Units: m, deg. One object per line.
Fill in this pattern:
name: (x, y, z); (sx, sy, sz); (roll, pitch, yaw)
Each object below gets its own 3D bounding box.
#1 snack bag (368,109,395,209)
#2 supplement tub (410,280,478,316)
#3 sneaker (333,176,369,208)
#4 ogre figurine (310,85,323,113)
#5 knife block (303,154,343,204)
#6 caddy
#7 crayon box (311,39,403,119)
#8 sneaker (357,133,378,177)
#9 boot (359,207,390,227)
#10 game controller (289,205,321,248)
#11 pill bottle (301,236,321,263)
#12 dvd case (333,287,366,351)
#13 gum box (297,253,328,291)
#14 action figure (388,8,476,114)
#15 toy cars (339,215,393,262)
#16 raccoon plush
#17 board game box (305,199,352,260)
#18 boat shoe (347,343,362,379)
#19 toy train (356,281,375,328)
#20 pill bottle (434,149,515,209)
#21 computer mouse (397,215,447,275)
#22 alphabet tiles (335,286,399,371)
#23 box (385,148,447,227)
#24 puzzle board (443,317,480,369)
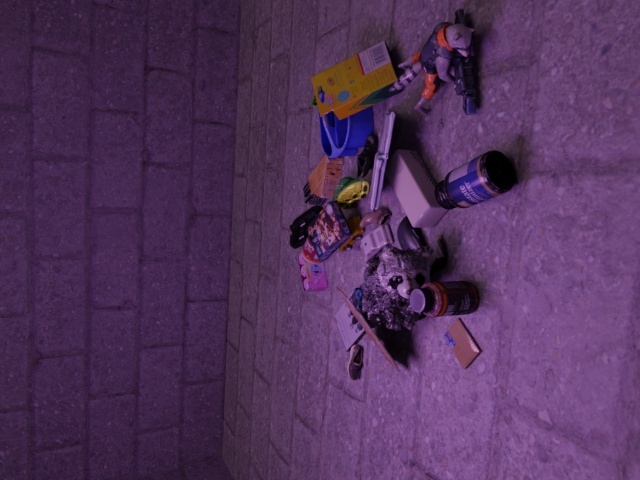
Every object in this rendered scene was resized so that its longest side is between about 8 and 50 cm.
snack bag: (0.218, -0.302, 1.697); (0.323, 0.037, 0.343); (-71, -10, -74)
supplement tub: (0.366, 0.175, 1.399); (0.106, 0.197, 0.106); (-5, 84, 62)
sneaker: (0.114, -0.216, 1.961); (0.295, 0.109, 0.124); (153, 120, -70)
ogre figurine: (0.017, -0.673, 2.194); (0.118, 0.096, 0.197); (-46, 60, 38)
knife block: (-0.001, -0.294, 2.227); (0.242, 0.088, 0.276); (38, 123, 56)
caddy: (0.087, -0.512, 1.966); (0.241, 0.179, 0.342); (-24, 69, 61)
crayon box: (0.134, -0.602, 1.793); (0.318, 0.081, 0.203); (-19, 67, 19)
sneaker: (0.183, -0.339, 1.867); (0.051, 0.089, 0.170); (13, 106, 35)
boot: (0.214, -0.081, 1.813); (0.118, 0.042, 0.087); (-49, 39, 2)
game controller: (-0.078, -0.064, 2.391); (0.319, 0.067, 0.167); (-29, 60, 60)
pill bottle: (0.000, 0.000, 2.188); (0.221, 0.121, 0.121); (-62, 38, 42)
dvd case: (0.138, 0.344, 2.017); (0.239, 0.029, 0.179); (-61, 39, 44)
gum box: (-0.039, 0.150, 2.274); (0.062, 0.107, 0.189); (-44, 51, 54)
action figure: (0.363, -0.524, 1.449); (0.330, 0.178, 0.342); (135, 132, -66)
toy cars: (0.153, -0.005, 1.930); (0.393, 0.087, 0.177); (24, 111, 60)
raccoon plush: (0.218, 0.095, 1.610); (0.446, 0.216, 0.300); (-138, 42, -55)
board game box: (0.032, -0.038, 1.992); (0.243, 0.042, 0.165); (-47, 61, 50)
boat shoe: (0.148, 0.517, 1.967); (0.049, 0.056, 0.153); (-173, 84, -67)
toy train: (0.199, 0.250, 1.846); (0.105, 0.080, 0.184); (-41, 54, 55)
pill bottle: (0.437, -0.164, 1.350); (0.219, 0.122, 0.123); (-28, 65, 60)
computer mouse: (0.337, 0.009, 1.605); (0.184, 0.060, 0.262); (-49, 48, 53)
alphabet tiles: (0.169, 0.321, 1.709); (0.343, 0.011, 0.285); (55, 175, -13)
box: (0.324, -0.180, 1.597); (0.113, 0.094, 0.275); (-59, 40, 45)
puzzle board: (0.440, 0.321, 1.458); (0.128, 0.011, 0.096); (65, 144, 41)
